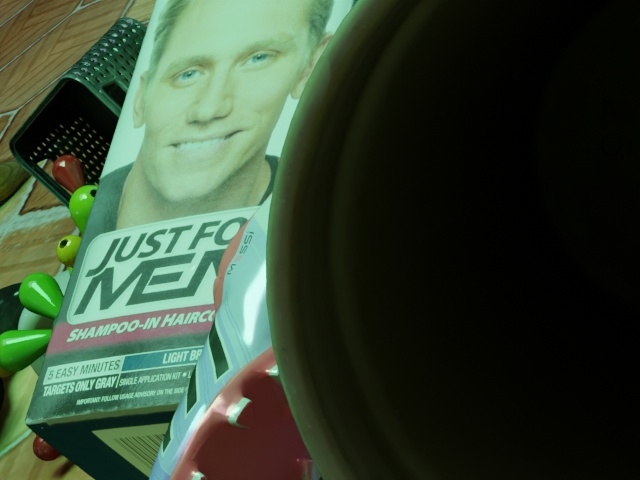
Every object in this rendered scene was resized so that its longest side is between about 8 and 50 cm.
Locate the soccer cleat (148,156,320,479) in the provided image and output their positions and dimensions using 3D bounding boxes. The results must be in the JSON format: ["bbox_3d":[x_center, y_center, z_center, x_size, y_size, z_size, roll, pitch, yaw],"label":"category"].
[{"bbox_3d":[-0.030,0.054,0.991,0.095,0.083,0.248,7,60,44],"label":"soccer cleat"}]

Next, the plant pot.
[{"bbox_3d":[0.166,-0.015,0.788,0.323,0.323,0.280,-30,6,18],"label":"plant pot"}]

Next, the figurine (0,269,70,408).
[{"bbox_3d":[-0.218,0.065,1.481,0.215,0.092,0.209,-29,18,17],"label":"figurine"}]

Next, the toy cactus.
[{"bbox_3d":[-0.154,0.070,1.280,0.112,0.219,0.180,-6,34,-46],"label":"toy cactus"}]

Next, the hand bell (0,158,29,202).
[{"bbox_3d":[-0.392,-0.019,1.938,0.242,0.126,0.126,-35,17,-32],"label":"hand bell"}]

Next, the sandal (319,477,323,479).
[{"bbox_3d":[0.099,0.018,1.030,0.169,0.102,0.416,-12,35,44],"label":"sandal"}]

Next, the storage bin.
[{"bbox_3d":[-0.174,-0.095,1.632,0.084,0.122,0.180,-51,8,-31],"label":"storage bin"}]

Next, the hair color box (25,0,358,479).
[{"bbox_3d":[-0.044,-0.024,1.173,0.174,0.105,0.347,-9,52,32],"label":"hair color box"}]
